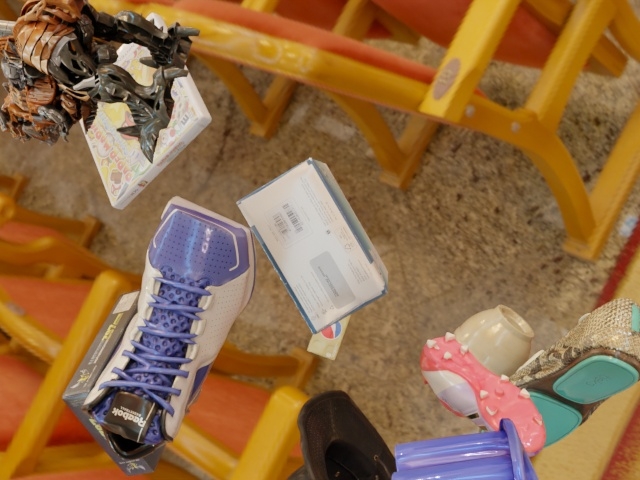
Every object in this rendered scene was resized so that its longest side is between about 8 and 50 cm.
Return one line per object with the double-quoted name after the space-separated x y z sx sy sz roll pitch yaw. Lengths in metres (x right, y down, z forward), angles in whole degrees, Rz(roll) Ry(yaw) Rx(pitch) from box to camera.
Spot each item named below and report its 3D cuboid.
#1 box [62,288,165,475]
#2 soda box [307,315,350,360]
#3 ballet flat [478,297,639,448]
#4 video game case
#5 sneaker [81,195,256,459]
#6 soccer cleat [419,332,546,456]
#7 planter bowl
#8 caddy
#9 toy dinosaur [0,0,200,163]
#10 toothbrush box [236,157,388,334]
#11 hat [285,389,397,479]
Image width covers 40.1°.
-0.287 0.218 1.372 0.059 0.183 0.233 -15 33 26 "box"
0.031 0.150 1.796 0.061 0.058 0.181 20 87 1 "soda box"
0.461 0.254 1.651 0.182 0.164 0.483 -65 3 -37 "ballet flat"
-0.274 -0.195 1.311 0.206 0.026 0.227 -41 59 22 "video game case"
-0.170 0.127 0.979 0.182 0.127 0.316 -75 6 -67 "sneaker"
0.227 0.230 1.247 0.248 0.083 0.095 44 142 45 "soccer cleat"
0.375 0.204 1.827 0.109 0.162 0.162 -52 48 20 "planter bowl"
0.171 0.359 0.912 0.179 0.241 0.342 -3 92 6 "caddy"
-0.259 -0.197 0.947 0.322 0.218 0.164 -29 43 65 "toy dinosaur"
0.000 0.000 1.327 0.126 0.295 0.216 -30 92 7 "toothbrush box"
0.030 0.390 1.274 0.134 0.331 0.331 -31 55 22 "hat"
